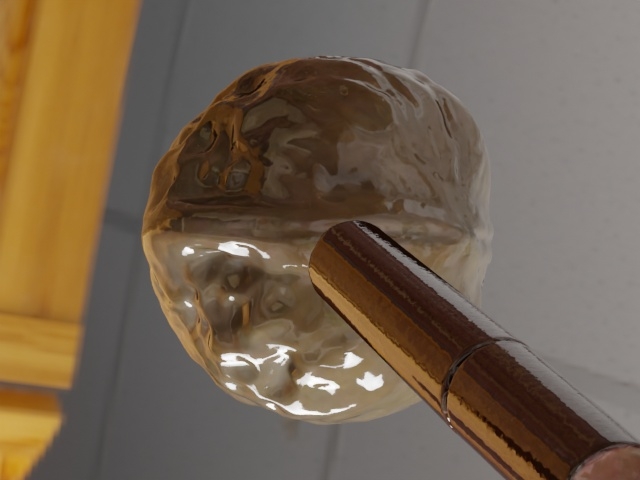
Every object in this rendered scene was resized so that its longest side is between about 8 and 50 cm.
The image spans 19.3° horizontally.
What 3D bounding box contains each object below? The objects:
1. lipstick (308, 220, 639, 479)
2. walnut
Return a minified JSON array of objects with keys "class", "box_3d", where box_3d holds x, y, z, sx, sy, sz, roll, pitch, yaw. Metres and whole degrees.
[{"class":"lipstick","box_3d":[0.069,0.059,0.939,0.357,0.057,0.057,-139,-116,-66]},{"class":"walnut","box_3d":[0.001,-0.003,1.322,0.273,0.227,0.273,-31,-141,29]}]
